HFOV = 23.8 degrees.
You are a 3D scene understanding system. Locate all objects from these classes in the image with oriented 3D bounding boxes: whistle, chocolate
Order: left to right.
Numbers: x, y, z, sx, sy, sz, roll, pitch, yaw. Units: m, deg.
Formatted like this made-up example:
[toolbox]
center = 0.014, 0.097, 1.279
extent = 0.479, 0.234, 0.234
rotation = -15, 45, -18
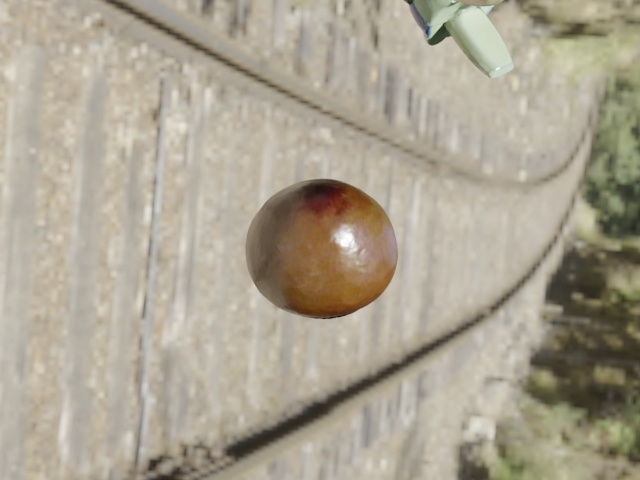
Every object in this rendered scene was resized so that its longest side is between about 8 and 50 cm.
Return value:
[chocolate]
center = 0.000, 0.000, 1.635
extent = 0.177, 0.176, 0.177
rotation = 5, 90, -80
[whistle]
center = 0.141, -0.282, 1.731
extent = 0.244, 0.110, 0.092
rotation = 58, -31, 18

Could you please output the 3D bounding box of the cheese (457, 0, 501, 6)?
[cheese]
center = 0.154, -0.272, 1.474
extent = 0.137, 0.227, 0.064
rotation = 35, 84, -48
